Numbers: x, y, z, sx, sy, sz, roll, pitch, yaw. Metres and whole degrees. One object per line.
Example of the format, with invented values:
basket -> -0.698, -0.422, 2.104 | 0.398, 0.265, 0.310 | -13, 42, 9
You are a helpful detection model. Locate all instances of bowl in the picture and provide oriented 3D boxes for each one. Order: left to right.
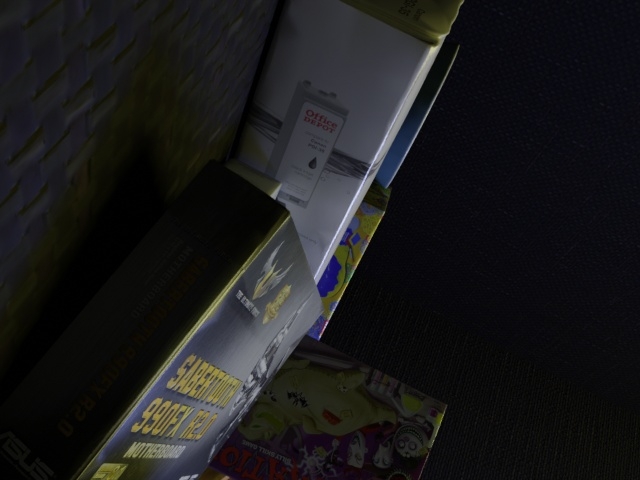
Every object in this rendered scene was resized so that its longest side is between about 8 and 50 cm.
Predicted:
bowl -> 0.130, -0.276, 1.303 | 0.312, 0.163, 0.311 | -64, 179, -1

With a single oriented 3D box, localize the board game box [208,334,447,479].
board game box -> -0.029, 0.234, 0.862 | 0.056, 0.346, 0.208 | 110, 6, -73

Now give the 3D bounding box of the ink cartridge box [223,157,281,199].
ink cartridge box -> -0.083, 0.001, 0.510 | 0.089, 0.052, 0.122 | -64, 177, 29

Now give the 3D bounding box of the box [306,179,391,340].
box -> 0.000, 0.000, 1.355 | 0.290, 0.177, 0.279 | -64, 178, 17

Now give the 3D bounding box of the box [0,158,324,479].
box -> -0.079, 0.076, 0.418 | 0.183, 0.056, 0.231 | -52, 165, -12

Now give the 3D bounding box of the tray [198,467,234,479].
tray -> -0.265, 0.497, 1.124 | 0.203, 0.076, 0.411 | -64, 167, 1

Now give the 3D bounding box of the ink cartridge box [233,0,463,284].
ink cartridge box -> 0.015, -0.119, 0.607 | 0.283, 0.117, 0.207 | -64, 179, 40
